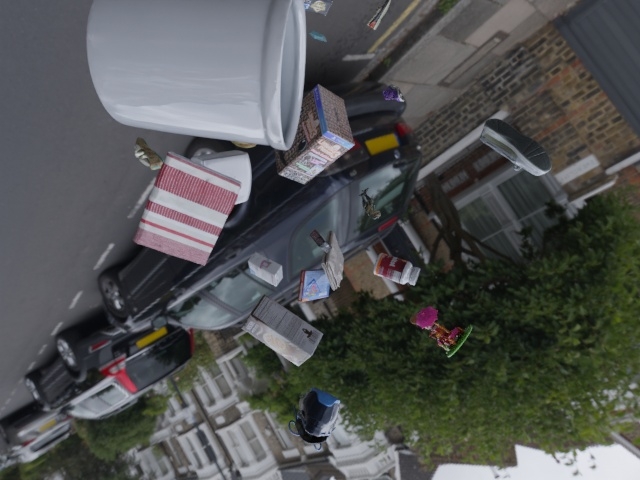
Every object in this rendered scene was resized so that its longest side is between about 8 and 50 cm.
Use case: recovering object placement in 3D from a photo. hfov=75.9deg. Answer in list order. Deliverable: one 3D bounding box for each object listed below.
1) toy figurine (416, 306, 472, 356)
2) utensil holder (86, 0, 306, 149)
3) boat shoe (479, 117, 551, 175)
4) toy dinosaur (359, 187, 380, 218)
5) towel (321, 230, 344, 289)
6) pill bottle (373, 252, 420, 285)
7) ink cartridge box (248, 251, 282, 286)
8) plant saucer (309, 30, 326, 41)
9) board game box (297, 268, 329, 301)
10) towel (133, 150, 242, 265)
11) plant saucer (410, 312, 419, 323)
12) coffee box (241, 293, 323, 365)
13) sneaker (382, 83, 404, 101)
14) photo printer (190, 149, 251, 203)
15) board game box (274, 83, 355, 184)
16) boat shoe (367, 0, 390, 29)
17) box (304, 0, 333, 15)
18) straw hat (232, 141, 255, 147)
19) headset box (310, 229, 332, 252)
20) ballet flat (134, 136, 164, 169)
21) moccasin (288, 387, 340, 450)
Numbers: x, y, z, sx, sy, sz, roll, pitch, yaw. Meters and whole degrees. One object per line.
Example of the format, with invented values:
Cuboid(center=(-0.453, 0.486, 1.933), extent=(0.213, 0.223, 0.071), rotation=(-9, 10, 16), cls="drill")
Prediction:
Cuboid(center=(0.394, 0.292, 1.376), extent=(0.130, 0.159, 0.173), rotation=(-48, 164, -18), cls="toy figurine")
Cuboid(center=(-0.246, -0.386, 0.911), extent=(0.386, 0.327, 0.327), rotation=(7, 174, 2), cls="utensil holder")
Cuboid(center=(0.779, -0.365, 1.653), extent=(0.118, 0.320, 0.103), rotation=(-30, 152, -23), cls="boat shoe")
Cuboid(center=(0.222, -0.179, 1.949), extent=(0.064, 0.118, 0.268), rotation=(-18, -161, 2), cls="toy dinosaur")
Cuboid(center=(0.066, 0.095, 2.044), extent=(0.049, 0.187, 0.282), rotation=(-11, -146, 16), cls="towel")
Cuboid(center=(0.274, 0.106, 1.472), extent=(0.086, 0.152, 0.086), rotation=(-55, 156, -40), cls="pill bottle")
Cuboid(center=(-0.206, 0.110, 1.553), extent=(0.052, 0.123, 0.088), rotation=(-52, 160, -31), cls="ink cartridge box")
Cuboid(center=(-0.009, -0.964, 1.939), extent=(0.192, 0.067, 0.018), rotation=(-73, -179, -69), cls="plant saucer")
Cuboid(center=(-0.024, 0.212, 1.989), extent=(0.027, 0.144, 0.281), rotation=(6, 180, 26), cls="board game box")
Cuboid(center=(-0.413, -0.089, 1.275), extent=(0.328, 0.237, 0.037), rotation=(-59, -157, 23), cls="towel")
Cuboid(center=(0.415, 0.323, 1.713), extent=(0.084, 0.013, 0.083), rotation=(-17, -165, 5), cls="plant saucer")
Cuboid(center=(-0.135, 0.313, 1.423), extent=(0.098, 0.247, 0.141), rotation=(-57, -178, -40), cls="coffee box")
Cuboid(center=(0.338, -0.675, 1.917), extent=(0.071, 0.068, 0.169), rotation=(-33, -149, 9), cls="sneaker")
Cuboid(center=(-0.442, -0.279, 1.889), extent=(0.107, 0.255, 0.308), rotation=(18, -154, 32), cls="photo printer")
Cuboid(center=(-0.037, -0.401, 1.590), extent=(0.141, 0.231, 0.291), rotation=(15, 144, -41), cls="board game box")
Cuboid(center=(0.258, -0.998, 1.802), extent=(0.137, 0.043, 0.049), rotation=(-56, 174, 21), cls="boat shoe")
Cuboid(center=(-0.132, -0.969, 1.484), extent=(0.296, 0.293, 0.073), rotation=(-5, 154, -30), cls="box")
Cuboid(center=(-0.348, -0.492, 1.869), extent=(0.145, 0.061, 0.144), rotation=(-1, 152, -1), cls="straw hat")
Cuboid(center=(0.000, 0.000, 1.548), extent=(0.032, 0.083, 0.062), rotation=(-44, 144, 5), cls="headset box")
Cuboid(center=(-0.709, -0.351, 1.657), extent=(0.067, 0.206, 0.073), rotation=(-34, 147, -29), cls="ballet flat")
Cuboid(center=(-0.027, 0.491, 1.123), extent=(0.341, 0.138, 0.116), rotation=(87, 26, -58), cls="moccasin")
